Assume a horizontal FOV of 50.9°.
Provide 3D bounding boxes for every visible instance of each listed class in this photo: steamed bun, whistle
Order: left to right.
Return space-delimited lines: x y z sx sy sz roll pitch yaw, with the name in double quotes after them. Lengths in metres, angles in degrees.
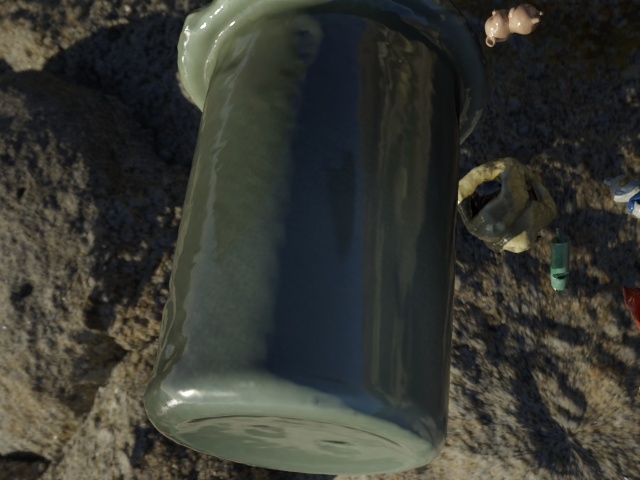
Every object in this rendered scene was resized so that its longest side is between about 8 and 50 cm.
0.323 -0.045 1.172 0.172 0.155 0.141 42 119 -11 "steamed bun"
0.472 0.040 1.323 0.039 0.186 0.039 -9 56 13 "whistle"

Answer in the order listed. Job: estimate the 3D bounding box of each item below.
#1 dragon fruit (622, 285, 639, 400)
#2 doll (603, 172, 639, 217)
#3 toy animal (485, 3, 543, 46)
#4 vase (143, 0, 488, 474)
0.392 0.035 0.508 0.277 0.277 0.343 48 127 25 "dragon fruit"
0.569 -0.062 1.124 0.114 0.057 0.227 -32 38 -23 "doll"
0.443 -0.502 1.559 0.150 0.083 0.089 -7 90 49 "toy animal"
0.000 0.000 0.468 0.245 0.245 0.291 -5 61 19 "vase"
